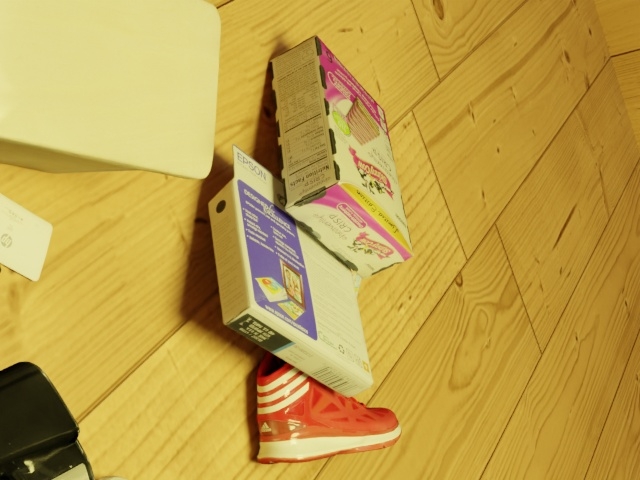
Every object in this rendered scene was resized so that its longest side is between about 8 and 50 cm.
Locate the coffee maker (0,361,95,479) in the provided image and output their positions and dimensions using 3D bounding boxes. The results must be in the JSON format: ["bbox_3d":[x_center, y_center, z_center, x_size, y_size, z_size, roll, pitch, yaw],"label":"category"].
[{"bbox_3d":[-0.255,0.145,0.679,0.178,0.120,0.171,-22,99,-57],"label":"coffee maker"}]

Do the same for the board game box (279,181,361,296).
[{"bbox_3d":[0.000,0.000,1.198,0.154,0.026,0.103,49,43,-38],"label":"board game box"}]

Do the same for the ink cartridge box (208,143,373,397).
[{"bbox_3d":[-0.031,0.033,1.064,0.206,0.045,0.208,37,34,-43],"label":"ink cartridge box"}]

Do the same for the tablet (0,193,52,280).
[{"bbox_3d":[-0.252,-0.007,0.834,0.083,0.006,0.054,38,51,-45],"label":"tablet"}]

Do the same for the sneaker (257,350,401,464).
[{"bbox_3d":[0.013,0.165,1.117,0.221,0.087,0.128,4,79,-58],"label":"sneaker"}]

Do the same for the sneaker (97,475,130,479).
[{"bbox_3d":[-0.115,0.274,0.878,0.212,0.094,0.080,58,40,-29],"label":"sneaker"}]

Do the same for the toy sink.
[{"bbox_3d":[-0.207,-0.135,0.813,0.234,0.131,0.152,8,84,-52],"label":"toy sink"}]

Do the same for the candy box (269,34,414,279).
[{"bbox_3d":[0.022,-0.095,1.162,0.159,0.071,0.233,41,32,-44],"label":"candy box"}]
